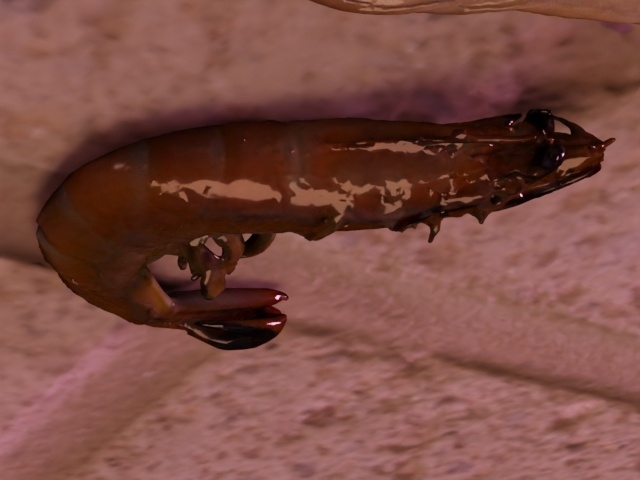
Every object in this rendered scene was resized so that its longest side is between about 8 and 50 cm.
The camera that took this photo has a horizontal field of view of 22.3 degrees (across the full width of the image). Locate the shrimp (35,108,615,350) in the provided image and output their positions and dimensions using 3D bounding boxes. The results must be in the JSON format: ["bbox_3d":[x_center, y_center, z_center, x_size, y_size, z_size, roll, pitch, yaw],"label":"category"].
[{"bbox_3d":[0.000,0.001,0.522,0.178,0.034,0.124,-7,150,-9],"label":"shrimp"}]

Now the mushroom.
[{"bbox_3d":[0.121,-0.067,0.482,0.286,0.026,0.028,-1,129,-19],"label":"mushroom"}]
